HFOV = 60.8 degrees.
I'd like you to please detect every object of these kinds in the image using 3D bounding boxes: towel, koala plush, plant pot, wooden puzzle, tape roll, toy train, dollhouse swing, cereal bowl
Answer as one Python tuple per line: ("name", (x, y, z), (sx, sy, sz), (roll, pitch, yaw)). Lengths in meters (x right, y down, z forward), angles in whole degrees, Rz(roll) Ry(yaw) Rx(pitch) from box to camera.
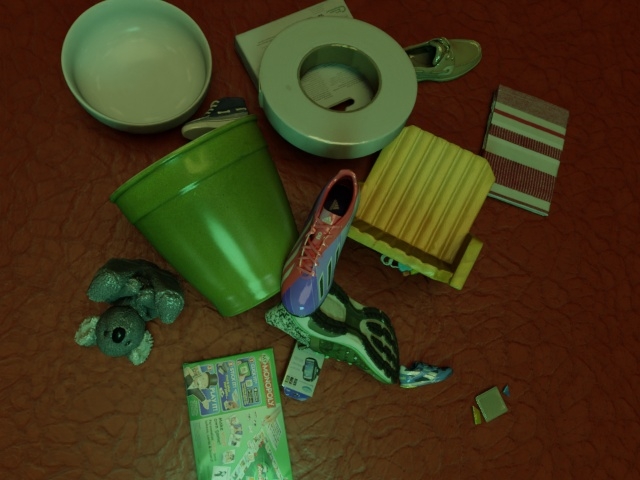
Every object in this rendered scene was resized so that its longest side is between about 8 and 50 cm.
("towel", (0.570, -0.256, 1.545), (0.237, 0.037, 0.328), (18, 79, -9))
("koala plush", (-0.432, 0.166, 1.230), (0.196, 0.203, 0.221), (21, 97, -18))
("plant pot", (-0.211, -0.034, 1.222), (0.367, 0.366, 0.352), (-33, 98, -14))
("wooden puzzle", (0.438, 0.421, 1.405), (0.117, 0.014, 0.078), (-16, 87, -13))
("tape roll", (0.041, -0.382, 1.345), (0.393, 0.072, 0.391), (2, 68, -6))
("toy train", (0.236, 0.016, 1.430), (0.125, 0.046, 0.166), (34, 79, 10))
("dollhouse swing", (0.241, -0.109, 1.300), (0.347, 0.315, 0.304), (28, 99, 9))
("cereal bowl", (-0.436, -0.411, 1.335), (0.339, 0.141, 0.338), (2, 80, -10))

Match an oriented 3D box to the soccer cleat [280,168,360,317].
("soccer cleat", (0.000, 0.000, 1.107), (0.109, 0.116, 0.318), (21, 70, 5))

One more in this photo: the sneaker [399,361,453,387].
("sneaker", (0.264, 0.330, 1.370), (0.144, 0.053, 0.059), (-8, 79, -13))

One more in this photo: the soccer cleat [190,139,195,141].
("soccer cleat", (-0.319, -0.229, 1.381), (0.036, 0.029, 0.083), (18, 72, -2))

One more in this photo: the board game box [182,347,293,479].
("board game box", (-0.193, 0.427, 1.272), (0.214, 0.046, 0.317), (-8, 81, -13))

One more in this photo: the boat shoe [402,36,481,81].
("boat shoe", (0.323, -0.506, 1.512), (0.303, 0.098, 0.109), (-14, 83, -13))

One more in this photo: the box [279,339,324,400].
("box", (-0.044, 0.313, 1.314), (0.081, 0.028, 0.136), (26, 68, -12))

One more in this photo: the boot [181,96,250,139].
("boot", (-0.268, -0.311, 1.380), (0.190, 0.069, 0.086), (-14, 76, -31))

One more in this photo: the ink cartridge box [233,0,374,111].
("ink cartridge box", (-0.013, -0.450, 1.458), (0.324, 0.071, 0.329), (-27, 87, -15))

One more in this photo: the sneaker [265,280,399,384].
("sneaker", (0.036, 0.222, 1.286), (0.410, 0.182, 0.158), (41, 44, -31))
